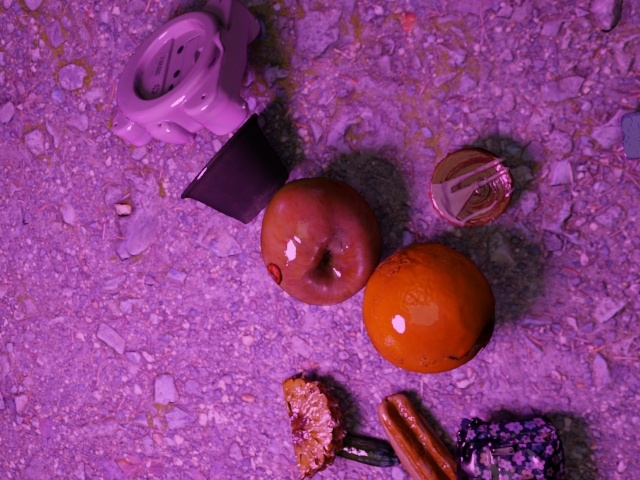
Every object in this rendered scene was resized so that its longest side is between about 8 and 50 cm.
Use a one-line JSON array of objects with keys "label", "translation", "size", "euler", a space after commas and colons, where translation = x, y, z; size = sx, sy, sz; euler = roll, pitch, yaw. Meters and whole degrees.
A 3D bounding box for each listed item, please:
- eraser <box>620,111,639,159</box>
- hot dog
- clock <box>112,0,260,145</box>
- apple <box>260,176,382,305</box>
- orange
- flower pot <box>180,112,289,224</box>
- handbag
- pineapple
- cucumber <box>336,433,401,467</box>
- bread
[{"label": "eraser", "translation": [0.640, -0.195, 0.909], "size": [0.224, 0.036, 0.082], "euler": [-7, 94, 20]}, {"label": "hot dog", "translation": [0.206, 0.440, 1.125], "size": [0.249, 0.102, 0.076], "euler": [52, 151, 7]}, {"label": "clock", "translation": [-0.286, -0.339, 1.102], "size": [0.322, 0.113, 0.296], "euler": [-10, 64, 31]}, {"label": "apple", "translation": [0.000, 0.000, 1.055], "size": [0.260, 0.194, 0.261], "euler": [-8, 125, -12]}, {"label": "orange", "translation": [0.201, 0.130, 0.995], "size": [0.246, 0.246, 0.246], "euler": [3, 99, 18]}, {"label": "flower pot", "translation": [-0.162, -0.131, 1.111], "size": [0.148, 0.235, 0.235], "euler": [42, 109, -11]}, {"label": "handbag", "translation": [0.369, 0.452, 1.040], "size": [0.207, 0.127, 0.229], "euler": [-6, 98, 6]}, {"label": "pineapple", "translation": [-0.001, 0.398, 1.160], "size": [0.135, 0.079, 0.233], "euler": [-17, 71, 12]}, {"label": "cucumber", "translation": [0.081, 0.467, 1.185], "size": [0.250, 0.056, 0.056], "euler": [9, 101, 20]}, {"label": "bread", "translation": [0.288, -0.103, 1.021], "size": [0.160, 0.073, 0.161], "euler": [3, 102, 15]}]
